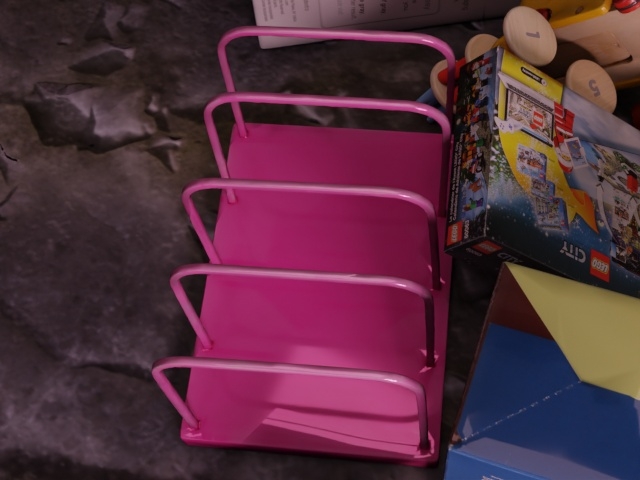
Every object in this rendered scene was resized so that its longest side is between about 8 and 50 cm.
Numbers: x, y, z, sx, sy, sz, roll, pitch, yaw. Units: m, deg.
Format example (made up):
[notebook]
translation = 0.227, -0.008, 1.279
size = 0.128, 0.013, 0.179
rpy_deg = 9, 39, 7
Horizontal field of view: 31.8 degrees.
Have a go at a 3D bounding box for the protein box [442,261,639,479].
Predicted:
[protein box]
translation = 0.195, 0.140, 0.768
size = 0.200, 0.201, 0.136
rpy_deg = 16, 66, 11

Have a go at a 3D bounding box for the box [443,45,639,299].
[box]
translation = 0.199, -0.027, 0.861
size = 0.233, 0.044, 0.159
rpy_deg = 24, 61, -29

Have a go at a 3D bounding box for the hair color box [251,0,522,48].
[hair color box]
translation = 0.116, -0.291, 0.993
size = 0.374, 0.185, 0.113
rpy_deg = -7, 63, 0

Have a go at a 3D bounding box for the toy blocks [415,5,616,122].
[toy blocks]
translation = 0.158, -0.120, 0.957
size = 0.123, 0.148, 0.054
rpy_deg = 38, 57, -14

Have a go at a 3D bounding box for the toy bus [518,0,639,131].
[toy bus]
translation = 0.257, -0.191, 0.931
size = 0.202, 0.191, 0.104
rpy_deg = 23, 67, 14

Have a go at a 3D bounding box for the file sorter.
[file sorter]
translation = 0.000, 0.000, 0.859
size = 0.202, 0.182, 0.290
rpy_deg = 4, 64, 7
